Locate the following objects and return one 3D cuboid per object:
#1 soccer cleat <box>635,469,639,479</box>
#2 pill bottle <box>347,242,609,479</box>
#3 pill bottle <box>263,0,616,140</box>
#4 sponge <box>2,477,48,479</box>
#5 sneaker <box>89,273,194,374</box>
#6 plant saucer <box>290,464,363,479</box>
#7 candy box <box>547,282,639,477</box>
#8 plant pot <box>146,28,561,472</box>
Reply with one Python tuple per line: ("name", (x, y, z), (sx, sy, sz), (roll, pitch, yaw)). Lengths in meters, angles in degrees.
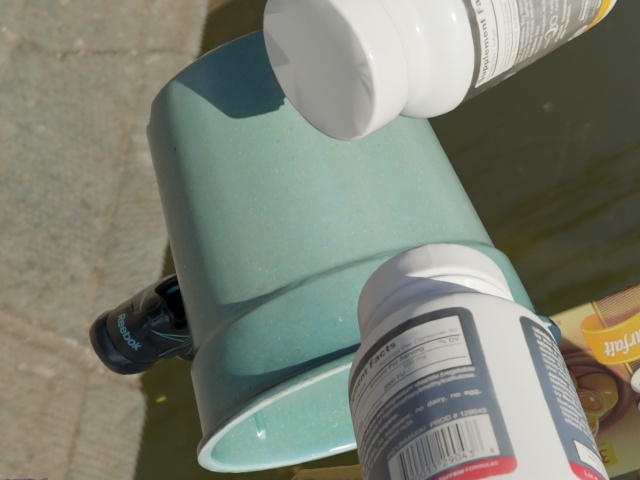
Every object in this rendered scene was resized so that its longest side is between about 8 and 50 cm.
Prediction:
("soccer cleat", (0.474, 0.323, 1.552), (0.116, 0.143, 0.331), (52, 14, -16))
("pill bottle", (0.069, 0.088, 0.616), (0.108, 0.108, 0.180), (34, 27, -29))
("pill bottle", (0.101, -0.195, 1.048), (0.278, 0.162, 0.162), (-31, 94, -29))
("sponge", (-0.252, 0.187, 0.754), (0.210, 0.031, 0.117), (3, 32, -22))
("sneaker", (-0.156, 0.088, 1.528), (0.101, 0.106, 0.267), (56, 24, 5))
("plant saucer", (0.009, 0.423, 1.577), (0.081, 0.332, 0.333), (46, 56, -18))
("candy box", (0.356, 0.139, 1.384), (0.087, 0.316, 0.183), (6, 64, -58))
("plant pot", (0.000, 0.000, 1.219), (0.341, 0.341, 0.334), (0, 62, -45))
